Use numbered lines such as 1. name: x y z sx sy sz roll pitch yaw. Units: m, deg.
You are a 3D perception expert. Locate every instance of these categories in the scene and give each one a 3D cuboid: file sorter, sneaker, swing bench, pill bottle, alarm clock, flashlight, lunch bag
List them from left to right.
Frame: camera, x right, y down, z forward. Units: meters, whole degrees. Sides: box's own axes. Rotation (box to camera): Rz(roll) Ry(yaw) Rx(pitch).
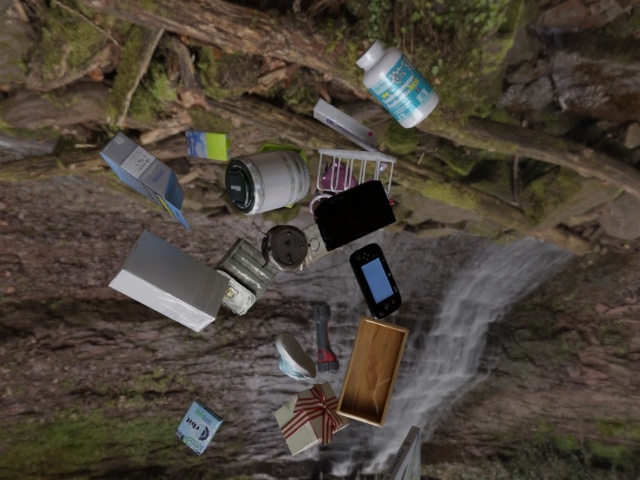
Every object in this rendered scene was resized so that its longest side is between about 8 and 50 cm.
1. lunch bag: -0.360 0.164 1.978 0.235 0.287 0.169 41 170 -15
2. sneaker: -0.152 0.579 2.115 0.149 0.135 0.366 -19 130 14
3. alarm clock: -0.081 0.019 1.256 0.191 0.130 0.064 -6 -176 -33
4. swing bench: 0.000 0.000 2.032 0.253 0.165 0.254 -28 177 -17
5. flashlight: 0.025 0.453 2.047 0.103 0.305 0.103 -2 164 -9
6. file sorter: 0.149 -0.284 1.857 0.277 0.173 0.192 10 -172 29
7. pill bottle: 0.231 -0.487 1.360 0.264 0.146 0.146 41 161 -17

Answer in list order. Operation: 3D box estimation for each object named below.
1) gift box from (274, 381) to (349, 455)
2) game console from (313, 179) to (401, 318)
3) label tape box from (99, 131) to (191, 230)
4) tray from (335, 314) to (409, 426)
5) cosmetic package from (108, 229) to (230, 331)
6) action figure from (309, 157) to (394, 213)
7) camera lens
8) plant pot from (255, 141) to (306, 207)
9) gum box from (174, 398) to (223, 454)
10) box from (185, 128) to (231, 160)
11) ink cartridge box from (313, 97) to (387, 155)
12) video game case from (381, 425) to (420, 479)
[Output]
1. gift box: -0.044 0.850 2.090 0.276 0.255 0.258 -7 147 -50
2. game console: 0.134 0.031 1.208 0.213 0.362 0.044 -24 -175 -16
3. label tape box: -0.571 -0.200 1.548 0.333 0.106 0.241 35 164 2
4. tray: 0.215 0.542 1.852 0.202 0.412 0.076 15 179 4
5. cosmetic package: -0.539 0.151 1.610 0.365 0.197 0.155 35 133 -21
6. action figure: 0.167 -0.227 2.045 0.369 0.276 0.248 22 144 3
7. camera lens: -0.205 -0.224 1.673 0.274 0.220 0.219 -19 -170 -39
8. plant pot: -0.190 -0.290 2.021 0.226 0.228 0.207 15 148 25
9. gum box: -0.554 0.847 2.007 0.156 0.185 0.041 33 -175 14
10. box: -0.448 -0.385 1.765 0.178 0.109 0.042 10 -152 16
11. ink cartridge box: 0.137 -0.483 1.927 0.370 0.069 0.176 33 -176 -4
12. video game case: 0.272 0.855 1.491 0.036 0.330 0.300 8 -156 32
